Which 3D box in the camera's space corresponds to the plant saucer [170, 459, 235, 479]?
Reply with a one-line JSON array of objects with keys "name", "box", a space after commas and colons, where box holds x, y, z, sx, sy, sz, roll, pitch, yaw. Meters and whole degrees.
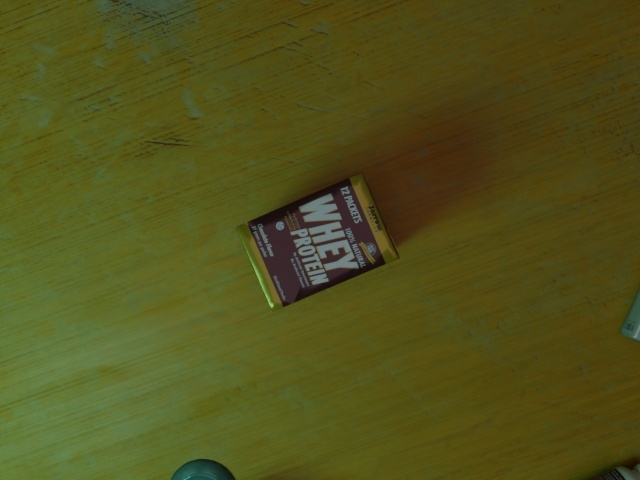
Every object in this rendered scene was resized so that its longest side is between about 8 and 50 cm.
[{"name": "plant saucer", "box": [-0.197, 0.425, 1.051, 0.120, 0.021, 0.119, 0, 92, 2]}]

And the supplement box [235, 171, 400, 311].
[{"name": "supplement box", "box": [0.000, 0.000, 0.945, 0.192, 0.194, 0.129, -23, 90, 3]}]

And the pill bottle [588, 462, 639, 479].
[{"name": "pill bottle", "box": [0.459, 0.410, 0.993, 0.152, 0.086, 0.086, -28, 90, 3]}]

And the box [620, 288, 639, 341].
[{"name": "box", "box": [0.649, 0.050, 0.992, 0.233, 0.058, 0.321, 24, 94, 1]}]
